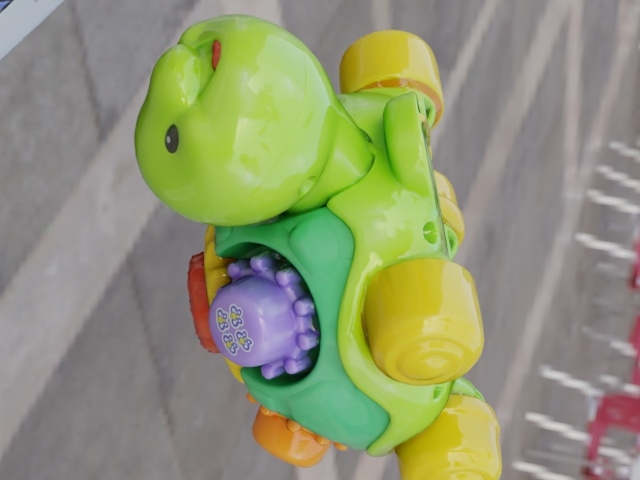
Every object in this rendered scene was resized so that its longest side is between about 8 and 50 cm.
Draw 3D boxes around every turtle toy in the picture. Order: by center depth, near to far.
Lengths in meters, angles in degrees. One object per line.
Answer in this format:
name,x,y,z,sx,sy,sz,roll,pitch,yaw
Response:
turtle toy,0.000,0.000,0.369,0.130,0.066,0.095,74,8,-49

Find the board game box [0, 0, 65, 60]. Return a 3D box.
board game box,-0.287,-0.136,0.652,0.302,0.308,0.086,31,43,-31
